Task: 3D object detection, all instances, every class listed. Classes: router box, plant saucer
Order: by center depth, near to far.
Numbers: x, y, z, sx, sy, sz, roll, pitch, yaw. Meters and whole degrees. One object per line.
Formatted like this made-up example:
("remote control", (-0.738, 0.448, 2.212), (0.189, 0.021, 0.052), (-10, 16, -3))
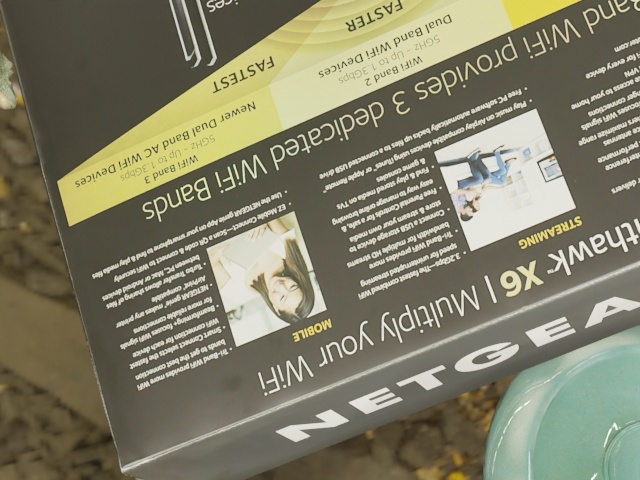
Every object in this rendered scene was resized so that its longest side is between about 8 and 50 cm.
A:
("router box", (0.038, -0.064, 0.650), (0.308, 0.081, 0.243), (-22, 67, 12))
("plant saucer", (0.315, 0.227, 1.527), (0.317, 0.044, 0.318), (2, 71, -7))

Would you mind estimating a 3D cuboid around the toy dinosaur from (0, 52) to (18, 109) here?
("toy dinosaur", (-0.347, -0.178, 1.186), (0.118, 0.268, 0.064), (14, 81, 64))
